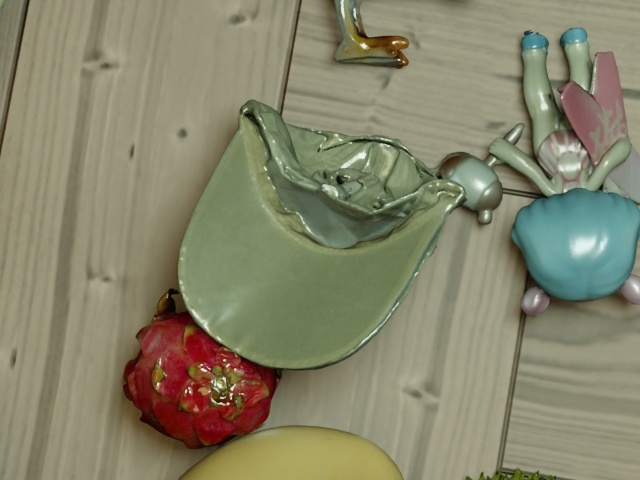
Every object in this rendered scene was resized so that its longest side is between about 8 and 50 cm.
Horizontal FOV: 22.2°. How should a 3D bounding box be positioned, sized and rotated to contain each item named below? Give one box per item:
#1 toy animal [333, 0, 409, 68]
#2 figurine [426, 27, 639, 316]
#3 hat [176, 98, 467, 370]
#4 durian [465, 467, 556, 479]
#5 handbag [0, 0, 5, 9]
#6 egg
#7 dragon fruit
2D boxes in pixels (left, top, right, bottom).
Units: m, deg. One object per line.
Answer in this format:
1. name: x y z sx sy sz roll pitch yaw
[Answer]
1. toy animal: -0.007 -0.292 1.453 0.284 0.225 0.302 -9 96 19
2. figurine: 0.199 -0.065 1.435 0.205 0.103 0.260 -3 75 0
3. hat: 0.000 0.000 1.399 0.214 0.149 0.244 25 82 18
4. durian: 0.146 0.274 1.412 0.221 0.095 0.137 -20 85 -6
5. handbag: -0.423 -0.179 1.422 0.237 0.160 0.358 29 87 -21
6. egg: -0.031 0.257 1.359 0.244 0.201 0.201 -40 85 21
7. dragon fruit: -0.102 0.119 1.413 0.133 0.166 0.136 32 60 -35
